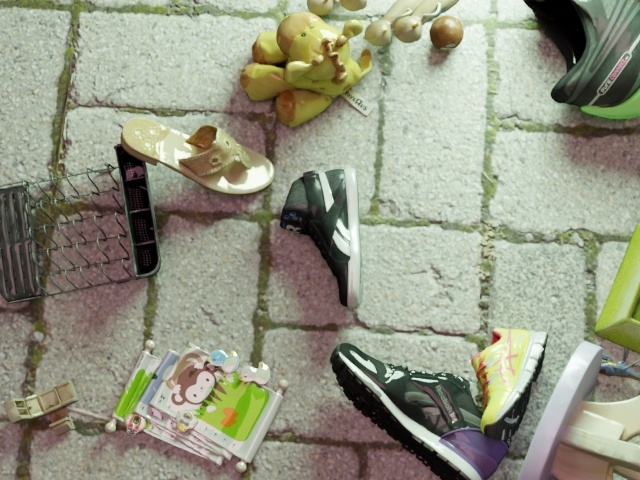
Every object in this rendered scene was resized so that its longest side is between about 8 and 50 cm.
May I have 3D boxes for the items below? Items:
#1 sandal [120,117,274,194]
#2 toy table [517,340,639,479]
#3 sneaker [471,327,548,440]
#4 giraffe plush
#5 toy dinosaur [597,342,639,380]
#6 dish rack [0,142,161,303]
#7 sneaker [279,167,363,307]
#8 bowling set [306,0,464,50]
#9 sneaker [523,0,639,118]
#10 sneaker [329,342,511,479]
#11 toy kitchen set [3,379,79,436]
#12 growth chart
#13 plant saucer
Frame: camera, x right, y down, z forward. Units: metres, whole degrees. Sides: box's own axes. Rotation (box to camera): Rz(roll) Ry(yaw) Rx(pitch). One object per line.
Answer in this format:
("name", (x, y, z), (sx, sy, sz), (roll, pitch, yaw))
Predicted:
("sandal", (-0.174, -0.135, 1.583), (0.240, 0.079, 0.088), (16, 64, -13))
("toy table", (0.379, 0.290, 1.440), (0.161, 0.252, 0.274), (20, 90, 24))
("sneaker", (0.251, 0.198, 1.506), (0.094, 0.081, 0.208), (16, 38, 17))
("giraffe plush", (-0.014, -0.270, 1.595), (0.210, 0.170, 0.181), (22, 80, 7))
("toy dinosaur", (0.433, 0.185, 1.555), (0.082, 0.047, 0.090), (38, 123, -5))
("dish rack", (-0.379, -0.018, 1.613), (0.271, 0.074, 0.208), (-11, 77, 1))
("sneaker", (0.000, 0.000, 1.592), (0.121, 0.079, 0.217), (-4, 70, 6))
("bowling set", (0.125, -0.342, 1.599), (0.154, 0.287, 0.200), (-43, 107, -14))
("sneaker", (0.402, -0.421, 1.600), (0.202, 0.185, 0.483), (-3, 77, -1))
("sneaker", (0.145, 0.228, 1.534), (0.283, 0.107, 0.124), (41, 68, 6))
("toy kitchen set", (-0.399, 0.251, 1.556), (0.083, 0.075, 0.068), (-25, 79, 2))
("growth chart", (-0.179, 0.237, 1.576), (0.237, 0.021, 0.172), (18, 79, 6))
("plant saucer", (0.523, 0.086, 1.557), (0.188, 0.045, 0.188), (23, 81, 7))
